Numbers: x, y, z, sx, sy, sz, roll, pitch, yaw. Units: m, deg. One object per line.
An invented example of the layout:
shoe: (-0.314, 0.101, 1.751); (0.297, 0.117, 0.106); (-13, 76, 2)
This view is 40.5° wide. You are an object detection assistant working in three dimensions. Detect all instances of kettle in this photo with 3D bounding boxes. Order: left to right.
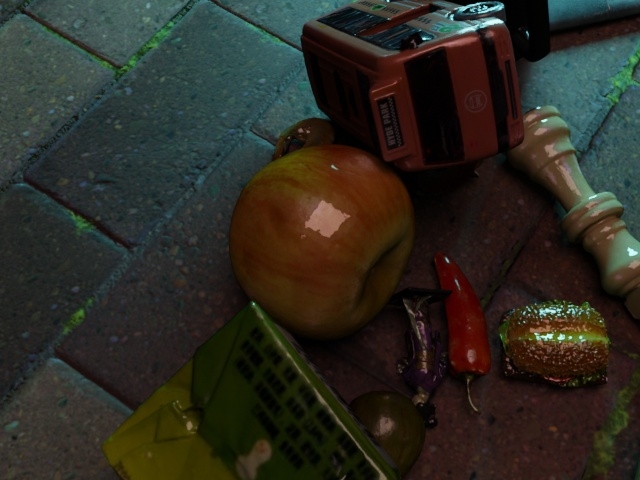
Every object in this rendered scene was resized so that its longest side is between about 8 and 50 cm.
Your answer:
kettle: (0.277, -0.437, 1.461); (0.203, 0.308, 0.262); (-3, 69, 12)

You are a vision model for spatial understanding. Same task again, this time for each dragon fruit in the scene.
dragon fruit: (0.201, -0.137, 1.432); (0.138, 0.142, 0.175); (-38, 26, 20)

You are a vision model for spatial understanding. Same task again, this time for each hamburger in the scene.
hamburger: (0.349, 0.147, 1.291); (0.165, 0.087, 0.137); (4, 61, -1)

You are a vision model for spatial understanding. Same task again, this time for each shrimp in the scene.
shrimp: (-0.040, -0.150, 1.456); (0.095, 0.045, 0.162); (30, 66, 13)

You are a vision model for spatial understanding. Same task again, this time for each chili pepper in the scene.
chili pepper: (0.216, 0.131, 1.311); (0.071, 0.063, 0.272); (11, 55, -26)

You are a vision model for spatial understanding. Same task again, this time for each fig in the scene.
fig: (0.089, 0.324, 1.185); (0.124, 0.124, 0.236); (-5, 82, -6)

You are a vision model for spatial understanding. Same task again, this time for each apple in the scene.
apple: (0.000, 0.000, 1.256); (0.233, 0.286, 0.286); (26, 63, 26)

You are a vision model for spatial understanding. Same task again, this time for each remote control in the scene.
remote control: (0.548, -0.467, 1.660); (0.377, 0.044, 0.107); (-15, 60, -11)

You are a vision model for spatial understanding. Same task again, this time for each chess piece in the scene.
chess piece: (0.434, -0.033, 1.384); (0.117, 0.117, 0.397); (-23, 67, -15)

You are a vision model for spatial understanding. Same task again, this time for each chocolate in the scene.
chocolate: (-0.081, 0.284, 1.114); (0.289, 0.137, 0.301); (-44, 68, 8)

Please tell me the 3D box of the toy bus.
toy bus: (0.127, -0.253, 1.323); (0.233, 0.203, 0.427); (-20, 25, -10)

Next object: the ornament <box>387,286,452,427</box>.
ornament: (0.141, 0.170, 1.272); (0.081, 0.088, 0.203); (12, 68, -22)

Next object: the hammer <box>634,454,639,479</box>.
hammer: (0.442, 0.388, 1.194); (0.168, 0.044, 0.440); (24, 63, 8)
